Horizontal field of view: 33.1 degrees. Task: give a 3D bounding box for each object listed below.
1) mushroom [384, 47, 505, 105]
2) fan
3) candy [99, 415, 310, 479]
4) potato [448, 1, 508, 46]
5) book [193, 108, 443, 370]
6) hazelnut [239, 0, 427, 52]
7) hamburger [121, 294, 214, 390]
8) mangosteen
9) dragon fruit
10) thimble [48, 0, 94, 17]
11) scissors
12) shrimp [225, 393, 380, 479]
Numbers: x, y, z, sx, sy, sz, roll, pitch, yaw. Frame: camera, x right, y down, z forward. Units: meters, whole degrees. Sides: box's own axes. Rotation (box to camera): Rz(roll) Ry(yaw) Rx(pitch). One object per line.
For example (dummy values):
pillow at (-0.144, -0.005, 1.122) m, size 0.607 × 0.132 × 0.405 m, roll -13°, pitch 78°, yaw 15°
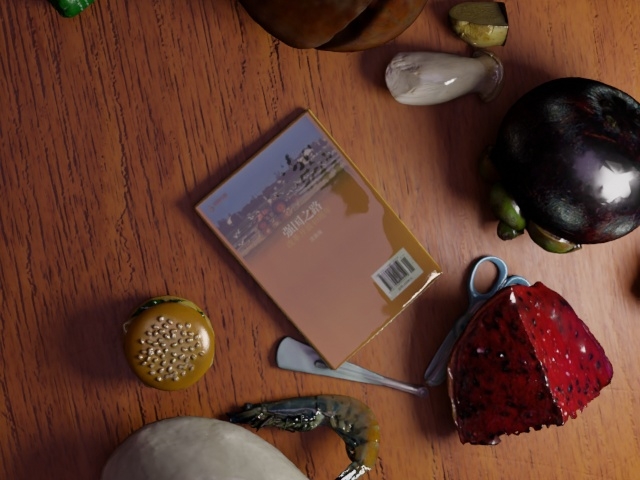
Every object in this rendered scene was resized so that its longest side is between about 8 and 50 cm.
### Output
mushroom at (0.211, -0.280, 1.842) m, size 0.212 × 0.088 × 0.097 m, roll -10°, pitch 50°, yaw -14°
fan at (0.058, 0.225, 1.877) m, size 0.282 × 0.023 × 0.057 m, roll 15°, pitch 82°, yaw -10°
candy at (-0.178, 0.480, 1.733) m, size 0.386 × 0.186 × 0.427 m, roll -36°, pitch 94°, yaw 14°
potato at (0.268, -0.369, 1.855) m, size 0.103 × 0.096 × 0.066 m, roll 4°, pitch 127°, yaw 1°
book at (0.000, 0.000, 1.843) m, size 0.262 × 0.028 × 0.374 m, roll -41°, pitch 97°, yaw -7°
hazelnut at (-0.002, -0.484, 1.680) m, size 0.359 × 0.359 × 0.409 m, roll -39°, pitch 90°, yaw -6°
hamburger at (-0.251, 0.169, 1.772) m, size 0.162 × 0.115 × 0.162 m, roll -1°, pitch 94°, yaw -8°
mangosteen at (0.427, -0.119, 1.806) m, size 0.300 × 0.300 × 0.300 m, roll -1°, pitch 93°, yaw -10°
dragon fruit at (0.388, 0.245, 1.847) m, size 0.330 × 0.240 × 0.302 m, roll 6°, pitch 127°, yaw -37°
thimble at (-0.411, -0.426, 1.711) m, size 0.090 × 0.118 × 0.130 m, roll -40°, pitch 117°, yaw -9°
scissors at (0.266, 0.152, 1.903) m, size 0.125 × 0.030 × 0.256 m, roll 39°, pitch 83°, yaw -10°
shrimp at (-0.028, 0.337, 1.799) m, size 0.262 × 0.198 × 0.051 m, roll 2°, pitch 130°, yaw -6°
